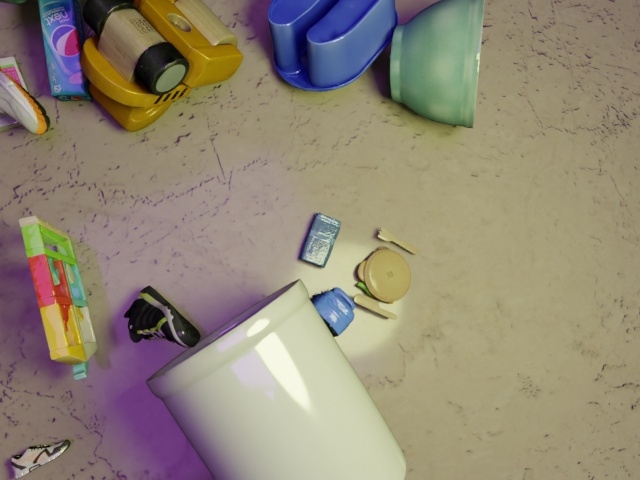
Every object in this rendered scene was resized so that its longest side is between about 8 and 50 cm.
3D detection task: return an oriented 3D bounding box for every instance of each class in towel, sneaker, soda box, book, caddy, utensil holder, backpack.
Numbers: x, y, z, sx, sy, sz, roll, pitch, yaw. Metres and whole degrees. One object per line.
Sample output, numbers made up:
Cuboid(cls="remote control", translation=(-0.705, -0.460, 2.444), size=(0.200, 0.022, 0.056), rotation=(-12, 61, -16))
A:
Cuboid(cls="towel", translation=(0.000, 0.000, 1.080), size=(0.067, 0.029, 0.120), rotation=(23, 76, -7))
Cuboid(cls="sneaker", translation=(-0.668, -0.291, 0.941), size=(0.262, 0.099, 0.121), rotation=(44, 81, 1))
Cuboid(cls="soda box", translation=(-0.539, -0.408, 0.995), size=(0.067, 0.071, 0.210), rotation=(-7, 96, -12))
Cuboid(cls="sneaker", translation=(-0.314, 0.169, 0.907), size=(0.097, 0.234, 0.084), rotation=(-47, 125, -17))
Cuboid(cls="book", translation=(-0.673, -0.311, 0.997), size=(0.096, 0.035, 0.144), rotation=(-21, 86, -16))
Cuboid(cls="caddy", translation=(0.033, -0.503, 1.100), size=(0.241, 0.179, 0.341), rotation=(34, 75, 19))
Cuboid(cls="utensil holder", translation=(-0.069, 0.318, 0.864), size=(0.327, 0.327, 0.386), rotation=(-33, 90, -15))
Cuboid(cls="sneaker", translation=(-0.537, 0.409, 0.898), size=(0.109, 0.040, 0.044), rotation=(-26, 84, -15))
Cuboid(cls="backpack", translation=(0.021, 0.150, 1.012), size=(0.098, 0.120, 0.101), rotation=(42, 76, -1))

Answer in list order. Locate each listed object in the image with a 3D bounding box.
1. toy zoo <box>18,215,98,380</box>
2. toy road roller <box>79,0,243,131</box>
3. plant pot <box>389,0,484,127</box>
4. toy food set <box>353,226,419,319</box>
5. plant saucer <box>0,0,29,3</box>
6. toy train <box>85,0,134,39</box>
Cuboid(cls="toy zoo", translation=(-0.480, 0.114, 0.881), size=(0.030, 0.192, 0.293), rotation=(-16, 83, -14))
Cuboid(cls="toy road roller", translation=(-0.354, -0.381, 1.014), size=(0.202, 0.240, 0.329), rotation=(47, 38, -1))
Cuboid(cls="plant pot", translation=(0.269, -0.413, 1.096), size=(0.196, 0.293, 0.293), rotation=(5, 79, 16))
Cuboid(cls="toy food set", translation=(0.150, 0.080, 1.098), size=(0.132, 0.038, 0.192), rotation=(28, 71, -13))
Cuboid(cls="plant saucer", translation=(-0.529, -0.569, 0.950), size=(0.317, 0.317, 0.044), rotation=(-44, 121, -15))
Cuboid(cls="toy train", translation=(-0.429, -0.527, 1.045), size=(0.105, 0.248, 0.143), rotation=(56, 35, 6))
